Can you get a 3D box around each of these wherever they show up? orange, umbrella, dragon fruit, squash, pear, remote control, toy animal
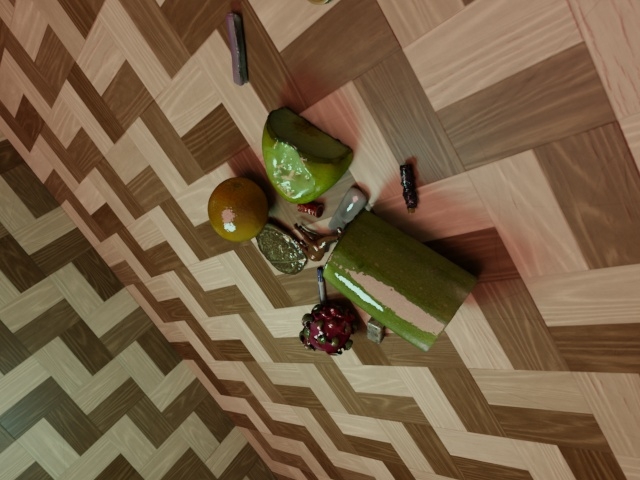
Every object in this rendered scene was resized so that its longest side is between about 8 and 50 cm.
[{"bbox_3d":[-0.290,-0.107,1.612,0.236,0.236,0.236,25,137,25],"label":"orange"},{"bbox_3d":[0.240,-0.138,1.237,0.040,0.037,0.143,31,144,52],"label":"umbrella"},{"bbox_3d":[0.018,0.338,1.761,0.273,0.218,0.198,-4,75,50],"label":"dragon fruit"},{"bbox_3d":[0.211,0.109,1.308,0.384,0.263,0.263,34,141,15],"label":"squash"},{"bbox_3d":[-0.075,-0.224,1.358,0.292,0.159,0.292,26,141,24],"label":"pear"},{"bbox_3d":[0.079,-0.081,1.431,0.073,0.044,0.229,38,142,6],"label":"remote control"},{"bbox_3d":[0.000,0.000,1.549,0.230,0.066,0.224,35,142,30],"label":"toy animal"}]

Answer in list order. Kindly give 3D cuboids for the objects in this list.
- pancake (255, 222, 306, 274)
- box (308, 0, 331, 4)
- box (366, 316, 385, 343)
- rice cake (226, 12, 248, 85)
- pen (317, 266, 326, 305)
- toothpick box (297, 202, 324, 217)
[{"bbox_3d":[-0.161,0.032,1.754,0.250,0.031,0.250,27,141,24],"label":"pancake"},{"bbox_3d":[-0.002,-0.601,1.049,0.106,0.037,0.105,25,138,25],"label":"box"},{"bbox_3d":[0.205,0.330,1.682,0.062,0.045,0.098,20,134,27],"label":"box"},{"bbox_3d":[-0.241,-0.550,1.315,0.047,0.036,0.206,30,140,26],"label":"rice cake"},{"bbox_3d":[0.003,0.182,1.751,0.025,0.025,0.204,20,135,30],"label":"pen"},{"bbox_3d":[-0.035,-0.107,1.510,0.083,0.047,0.047,19,135,30],"label":"toothpick box"}]
